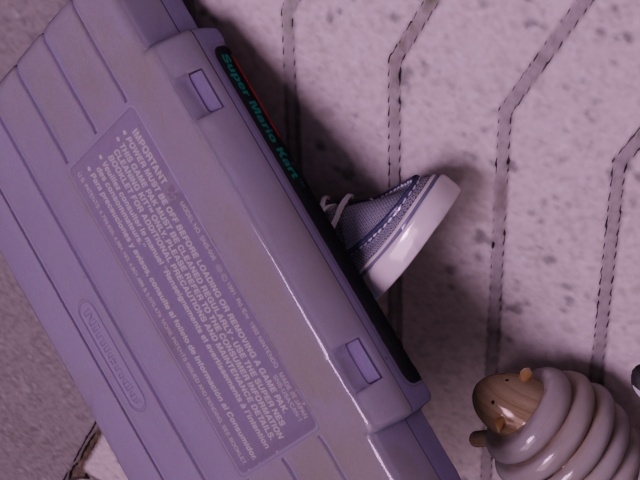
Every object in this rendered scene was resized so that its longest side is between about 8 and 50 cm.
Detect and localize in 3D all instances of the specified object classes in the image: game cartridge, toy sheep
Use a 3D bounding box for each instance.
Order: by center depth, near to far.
[{"bbox_3d":[0.142,0.120,0.956,0.132,0.091,0.091,33,138,-17],"label":"toy sheep"},{"bbox_3d":[-0.075,0.037,0.962,0.230,0.068,0.355,-36,81,42],"label":"game cartridge"}]

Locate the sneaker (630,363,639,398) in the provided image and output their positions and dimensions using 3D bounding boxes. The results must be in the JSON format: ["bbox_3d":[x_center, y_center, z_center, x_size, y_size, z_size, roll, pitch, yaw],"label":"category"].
[{"bbox_3d":[0.225,0.077,0.903,0.109,0.040,0.044,8,114,22],"label":"sneaker"}]

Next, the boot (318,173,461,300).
[{"bbox_3d":[0.000,0.000,0.950,0.086,0.069,0.190,40,138,-4],"label":"boot"}]
